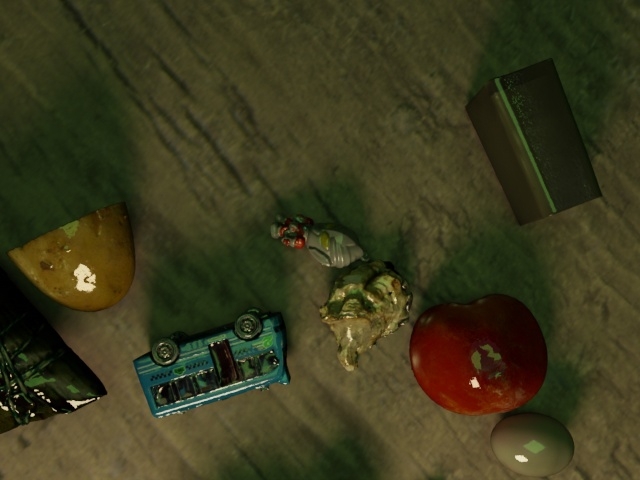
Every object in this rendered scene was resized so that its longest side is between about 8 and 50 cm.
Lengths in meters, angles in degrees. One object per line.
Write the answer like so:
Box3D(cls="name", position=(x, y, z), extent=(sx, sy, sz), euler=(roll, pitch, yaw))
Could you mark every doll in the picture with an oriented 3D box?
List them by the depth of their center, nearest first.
Box3D(cls="doll", position=(0.000, 0.000, 1.164), extent=(0.180, 0.079, 0.094), euler=(20, 52, 7))

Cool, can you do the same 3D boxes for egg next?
Box3D(cls="egg", position=(0.349, 0.337, 1.110), extent=(0.135, 0.103, 0.103), euler=(4, 84, 1))

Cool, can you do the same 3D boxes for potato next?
Box3D(cls="potato", position=(-0.384, 0.041, 1.111), extent=(0.204, 0.178, 0.158), euler=(-29, 98, -11))

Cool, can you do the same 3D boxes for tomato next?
Box3D(cls="tomato", position=(0.272, 0.194, 1.108), extent=(0.233, 0.139, 0.200), euler=(-14, 90, -3))

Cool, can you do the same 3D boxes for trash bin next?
Box3D(cls="trash bin", position=(0.360, -0.159, 1.137), extent=(0.122, 0.164, 0.240), euler=(-21, 85, -3))

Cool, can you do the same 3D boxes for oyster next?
Box3D(cls="oyster", position=(0.077, 0.132, 1.143), extent=(0.164, 0.081, 0.190), euler=(3, 101, -7))

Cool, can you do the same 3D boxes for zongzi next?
Box3D(cls="zongzi", position=(-0.577, 0.151, 1.000), extent=(0.319, 0.362, 0.383), euler=(-29, 87, 15))

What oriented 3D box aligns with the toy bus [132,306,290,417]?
Box3D(cls="toy bus", position=(-0.171, 0.200, 1.114), extent=(0.247, 0.113, 0.134), euler=(-17, 88, -1))
